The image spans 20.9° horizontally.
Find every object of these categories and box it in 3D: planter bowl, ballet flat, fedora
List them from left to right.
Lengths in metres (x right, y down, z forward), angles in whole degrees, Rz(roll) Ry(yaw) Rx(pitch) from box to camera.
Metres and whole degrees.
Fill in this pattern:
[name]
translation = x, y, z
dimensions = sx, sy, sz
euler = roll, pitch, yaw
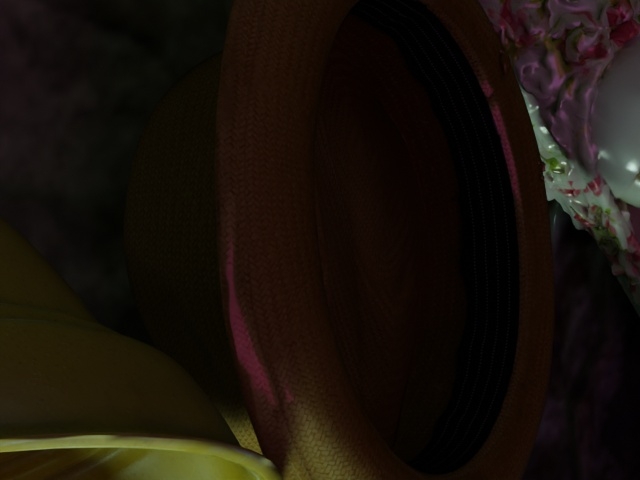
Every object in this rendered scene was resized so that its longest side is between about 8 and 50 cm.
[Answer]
[planter bowl]
translation = -0.124, 0.041, 0.407
dimensions = 0.217, 0.217, 0.090
euler = -2, 67, -33
[fedora]
translation = 0.000, 0.000, 0.497
dimensions = 0.194, 0.079, 0.194
euler = 20, 66, -54
[ballet flat]
translation = 0.135, -0.014, 0.603
dimensions = 0.091, 0.077, 0.241
euler = -49, 122, -14
